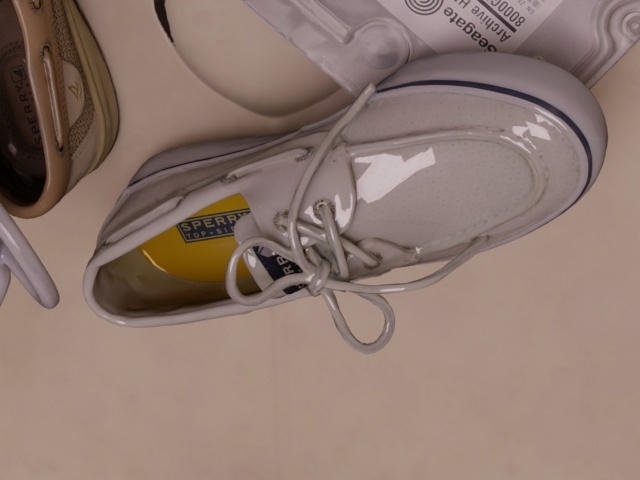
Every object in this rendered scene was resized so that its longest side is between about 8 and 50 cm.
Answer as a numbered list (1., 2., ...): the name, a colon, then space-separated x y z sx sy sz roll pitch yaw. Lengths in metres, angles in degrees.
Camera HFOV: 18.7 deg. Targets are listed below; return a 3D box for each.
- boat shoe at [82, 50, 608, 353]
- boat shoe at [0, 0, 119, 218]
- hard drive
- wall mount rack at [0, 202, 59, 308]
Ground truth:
1. boat shoe: -0.005 -0.007 1.186 0.367 0.156 0.135 -10 122 33
2. boat shoe: -0.230 -0.179 1.236 0.122 0.110 0.341 -19 108 20
3. hard drive: 0.121 -0.216 1.168 0.237 0.064 0.339 41 117 -7
4. wall mount rack: -0.298 -0.031 1.251 0.350 0.130 0.304 49 165 29
